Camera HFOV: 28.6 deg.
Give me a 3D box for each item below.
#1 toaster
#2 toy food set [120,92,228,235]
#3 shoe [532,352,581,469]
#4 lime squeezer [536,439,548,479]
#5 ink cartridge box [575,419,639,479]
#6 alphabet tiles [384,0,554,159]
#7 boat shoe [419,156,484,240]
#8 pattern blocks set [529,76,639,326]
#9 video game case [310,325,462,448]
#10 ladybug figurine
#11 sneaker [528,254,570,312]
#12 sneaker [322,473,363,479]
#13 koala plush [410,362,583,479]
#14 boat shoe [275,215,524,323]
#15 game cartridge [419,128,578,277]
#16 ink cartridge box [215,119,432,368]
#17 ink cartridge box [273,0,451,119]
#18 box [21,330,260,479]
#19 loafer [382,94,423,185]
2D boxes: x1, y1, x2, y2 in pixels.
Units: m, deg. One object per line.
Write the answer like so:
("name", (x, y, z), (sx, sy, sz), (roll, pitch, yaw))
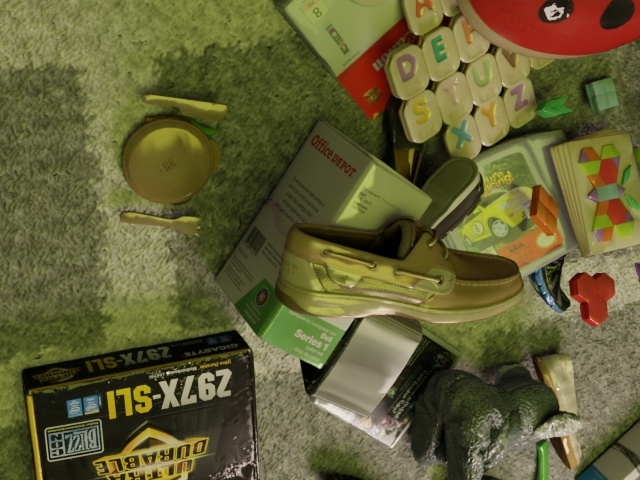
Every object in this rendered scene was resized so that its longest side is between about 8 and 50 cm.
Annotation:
("toaster", (0.051, 0.139, 1.783), (0.110, 0.186, 0.168), (26, 109, -17))
("toy food set", (-0.201, -0.108, 1.688), (0.132, 0.038, 0.192), (9, 113, -17))
("shoe", (0.400, 0.279, 2.052), (0.058, 0.076, 0.219), (-21, 115, -7))
("lime squeezer", (0.410, 0.480, 2.161), (0.110, 0.058, 0.310), (-53, 122, -30))
("ink cartridge box", (0.556, 0.406, 2.163), (0.190, 0.082, 0.140), (-42, 119, 1))
("alphabet tiles", (0.216, -0.256, 1.757), (0.284, 0.021, 0.278), (-32, 121, -21))
("boat shoe", (0.140, -0.019, 1.765), (0.227, 0.081, 0.069), (-40, 142, -3))
("pattern blocks set", (0.416, -0.069, 1.847), (0.285, 0.026, 0.325), (-30, 99, -34))
("video game case", (0.103, 0.209, 1.939), (0.173, 0.022, 0.190), (34, 95, -28))
("ladybug figurine", (0.380, -0.395, 1.695), (0.449, 0.162, 0.305), (-21, 113, -21))
("sneaker", (0.356, 0.032, 1.940), (0.078, 0.067, 0.188), (-24, 115, -4))
("sneaker", (0.087, 0.444, 1.991), (0.237, 0.085, 0.086), (36, 90, -28))
("koala plush", (0.278, 0.273, 1.931), (0.221, 0.196, 0.203), (-13, 122, -24))
("boat shoe", (0.114, 0.032, 1.584), (0.341, 0.121, 0.110), (0, 113, -25))
("game cartridge", (0.259, -0.036, 1.850), (0.294, 0.060, 0.196), (-29, 95, -7))
("ink cartridge box", (0.000, 0.000, 1.710), (0.117, 0.201, 0.278), (30, 97, -29))
("ink cartridge box", (0.078, -0.298, 1.706), (0.189, 0.066, 0.232), (-43, 116, -1))
("box", (-0.251, 0.282, 1.799), (0.321, 0.079, 0.257), (-9, 112, -18))
("loafer", (0.125, -0.139, 1.782), (0.062, 0.061, 0.170), (-5, 113, -20))
